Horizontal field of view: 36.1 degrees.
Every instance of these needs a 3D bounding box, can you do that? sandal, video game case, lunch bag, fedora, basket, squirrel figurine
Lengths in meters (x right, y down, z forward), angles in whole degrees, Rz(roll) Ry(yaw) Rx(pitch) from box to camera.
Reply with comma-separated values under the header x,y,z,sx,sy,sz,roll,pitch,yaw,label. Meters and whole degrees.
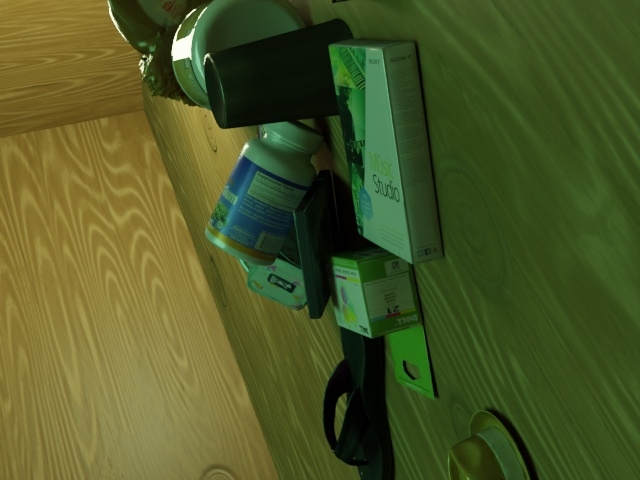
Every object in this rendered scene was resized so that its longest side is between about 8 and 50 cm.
x,y,z,sx,sy,sz,roll,pitch,yaw,label
0.056,0.316,1.927,0.167,0.107,0.445,-132,32,-60,sandal
0.000,0.000,1.782,0.274,0.026,0.196,-65,-32,-69,video game case
-0.085,0.011,2.084,0.262,0.160,0.223,59,155,14,lunch bag
0.233,0.340,1.388,0.194,0.079,0.194,167,90,-75,fedora
-0.072,-0.271,1.663,0.204,0.227,0.154,119,135,-68,basket
-0.385,-0.522,2.484,0.370,0.281,0.397,-170,70,-80,squirrel figurine

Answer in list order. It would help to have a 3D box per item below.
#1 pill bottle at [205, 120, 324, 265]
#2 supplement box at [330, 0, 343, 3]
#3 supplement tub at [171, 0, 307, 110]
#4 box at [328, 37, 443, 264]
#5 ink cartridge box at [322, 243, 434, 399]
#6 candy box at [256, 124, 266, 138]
x,y,z,sx,sy,sz,roll,pitch,yaw,label
-0.101,-0.101,1.875,0.272,0.152,0.152,-64,27,11,pill bottle
0.028,-0.410,1.516,0.043,0.055,0.083,96,156,-51,supplement box
-0.163,-0.358,1.899,0.316,0.228,0.228,-157,55,-70,supplement tub
0.096,-0.143,1.500,0.232,0.058,0.322,-148,48,-68,box
0.098,0.142,1.660,0.189,0.097,0.255,-174,72,-73,ink cartridge box
-0.099,-0.217,2.126,0.186,0.053,0.109,94,157,-49,candy box
